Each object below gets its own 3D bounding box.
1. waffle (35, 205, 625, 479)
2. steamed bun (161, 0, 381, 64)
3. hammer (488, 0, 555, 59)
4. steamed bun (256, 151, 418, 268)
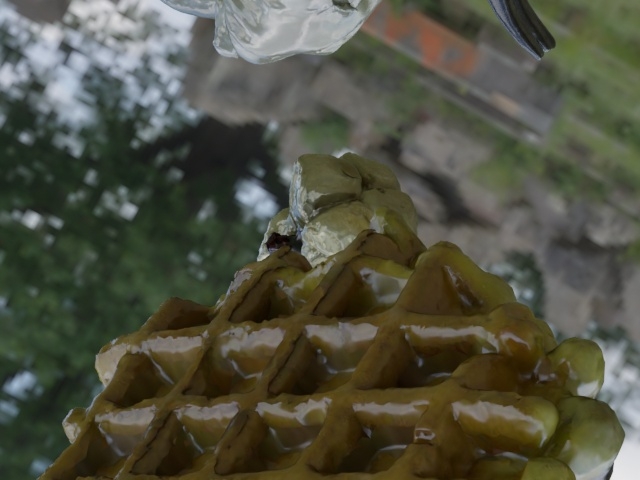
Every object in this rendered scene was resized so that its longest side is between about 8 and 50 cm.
[{"bbox_3d":[-0.033,0.100,0.745,0.281,0.301,0.058,18,143,54],"label":"waffle"},{"bbox_3d":[-0.007,-0.318,1.553,0.219,0.324,0.310,-13,-136,-42],"label":"steamed bun"},{"bbox_3d":[0.294,-0.145,1.103,0.440,0.168,0.044,17,-153,16],"label":"hammer"},{"bbox_3d":[0.000,0.000,1.800,0.106,0.177,0.192,24,-143,-23],"label":"steamed bun"}]
